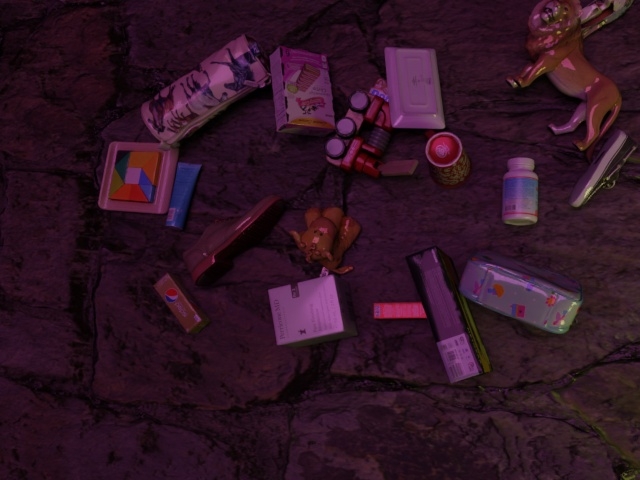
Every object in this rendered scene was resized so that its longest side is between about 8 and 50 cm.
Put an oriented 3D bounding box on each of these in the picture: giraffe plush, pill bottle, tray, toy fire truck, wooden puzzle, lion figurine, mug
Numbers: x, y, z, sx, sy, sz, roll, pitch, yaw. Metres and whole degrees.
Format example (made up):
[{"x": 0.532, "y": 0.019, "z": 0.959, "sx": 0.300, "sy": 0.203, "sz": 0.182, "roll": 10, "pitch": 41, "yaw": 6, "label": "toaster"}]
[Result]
[{"x": 0.000, "y": 0.000, "z": 1.777, "sx": 0.182, "sy": 0.170, "sz": 0.210, "roll": 1, "pitch": 80, "yaw": 17, "label": "giraffe plush"}, {"x": 0.503, "y": -0.123, "z": 1.693, "sx": 0.087, "sy": 0.087, "sz": 0.160, "roll": 2, "pitch": 80, "yaw": 17, "label": "pill bottle"}, {"x": 0.253, "y": -0.418, "z": 1.798, "sx": 0.145, "sy": 0.030, "sz": 0.270, "roll": 1, "pitch": 64, "yaw": -6, "label": "tray"}, {"x": 0.158, "y": -0.264, "z": 1.803, "sx": 0.246, "sy": 0.158, "sz": 0.217, "roll": 27, "pitch": 88, "yaw": 8, "label": "toy fire truck"}, {"x": -0.560, "y": -0.196, "z": 2.050, "sx": 0.239, "sy": 0.044, "sz": 0.220, "roll": 6, "pitch": 81, "yaw": 17, "label": "wooden puzzle"}, {"x": 0.632, "y": -0.408, "z": 1.674, "sx": 0.240, "sy": 0.142, "sz": 0.392, "roll": -41, "pitch": 93, "yaw": 7, "label": "lion figurine"}, {"x": 0.309, "y": -0.216, "z": 1.725, "sx": 0.150, "sy": 0.169, "sz": 0.113, "roll": 30, "pitch": 90, "yaw": 19, "label": "mug"}]

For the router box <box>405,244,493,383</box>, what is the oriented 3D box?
[{"x": 0.313, "y": 0.180, "z": 1.610, "sx": 0.081, "sy": 0.243, "sz": 0.308, "roll": -22, "pitch": 75, "yaw": 15, "label": "router box"}]

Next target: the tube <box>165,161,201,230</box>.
[{"x": -0.412, "y": -0.134, "z": 1.995, "sx": 0.080, "sy": 0.052, "sz": 0.207, "roll": 8, "pitch": 77, "yaw": 13, "label": "tube"}]

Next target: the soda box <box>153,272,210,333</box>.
[{"x": -0.396, "y": 0.179, "z": 1.921, "sx": 0.058, "sy": 0.061, "sz": 0.181, "roll": -42, "pitch": 71, "yaw": 6, "label": "soda box"}]

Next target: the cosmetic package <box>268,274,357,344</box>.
[{"x": -0.018, "y": 0.188, "z": 1.757, "sx": 0.184, "sy": 0.151, "sz": 0.151, "roll": -15, "pitch": 75, "yaw": 14, "label": "cosmetic package"}]

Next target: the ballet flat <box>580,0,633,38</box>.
[{"x": 0.713, "y": -0.589, "z": 1.721, "sx": 0.221, "sy": 0.079, "sz": 0.077, "roll": -35, "pitch": 69, "yaw": 8, "label": "ballet flat"}]

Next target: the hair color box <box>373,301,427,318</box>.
[{"x": 0.213, "y": 0.183, "z": 1.731, "sx": 0.141, "sy": 0.072, "sz": 0.043, "roll": -2, "pitch": 79, "yaw": 17, "label": "hair color box"}]

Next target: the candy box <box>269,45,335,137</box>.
[{"x": -0.049, "y": -0.414, "z": 1.876, "sx": 0.071, "sy": 0.159, "sz": 0.233, "roll": -24, "pitch": 69, "yaw": 57, "label": "candy box"}]

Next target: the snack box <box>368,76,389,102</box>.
[{"x": 0.222, "y": -0.391, "z": 1.862, "sx": 0.178, "sy": 0.022, "sz": 0.064, "roll": 28, "pitch": 90, "yaw": 19, "label": "snack box"}]

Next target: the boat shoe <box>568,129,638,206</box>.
[{"x": 0.697, "y": -0.165, "z": 1.646, "sx": 0.070, "sy": 0.078, "sz": 0.219, "roll": 36, "pitch": 92, "yaw": -2, "label": "boat shoe"}]

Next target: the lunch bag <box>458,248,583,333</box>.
[{"x": 0.476, "y": 0.116, "z": 1.585, "sx": 0.279, "sy": 0.224, "sz": 0.107, "roll": 22, "pitch": 104, "yaw": 15, "label": "lunch bag"}]

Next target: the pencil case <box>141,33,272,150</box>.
[{"x": -0.326, "y": -0.429, "z": 1.962, "sx": 0.410, "sy": 0.160, "sz": 0.183, "roll": -33, "pitch": 52, "yaw": 8, "label": "pencil case"}]

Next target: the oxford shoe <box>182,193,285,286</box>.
[{"x": -0.254, "y": -0.028, "z": 1.888, "sx": 0.348, "sy": 0.123, "sz": 0.130, "roll": -40, "pitch": 66, "yaw": 5, "label": "oxford shoe"}]
